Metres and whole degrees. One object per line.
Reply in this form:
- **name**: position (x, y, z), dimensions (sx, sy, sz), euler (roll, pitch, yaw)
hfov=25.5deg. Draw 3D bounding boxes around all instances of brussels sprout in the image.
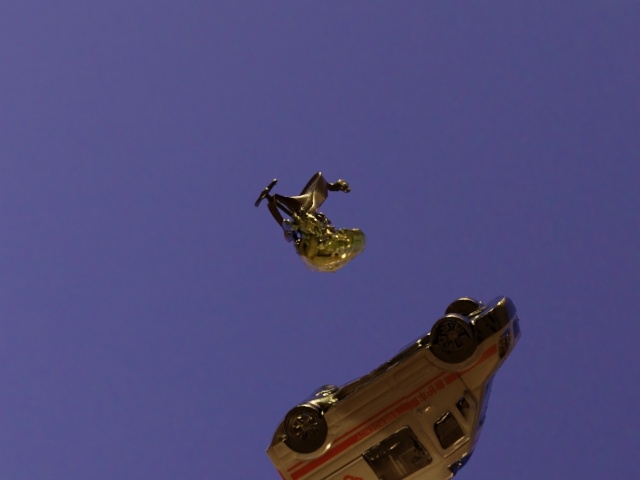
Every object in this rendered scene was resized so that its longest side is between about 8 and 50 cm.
- **brussels sprout**: position (0.000, 0.000, 1.403), dimensions (0.085, 0.085, 0.058), euler (28, -106, 43)

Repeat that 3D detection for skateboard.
- **skateboard**: position (-0.025, -0.043, 1.629), dimensions (0.067, 0.080, 0.151), euler (-51, -179, 22)

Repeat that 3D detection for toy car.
- **toy car**: position (0.067, 0.126, 1.014), dimensions (0.209, 0.089, 0.108), euler (-34, -93, 14)
